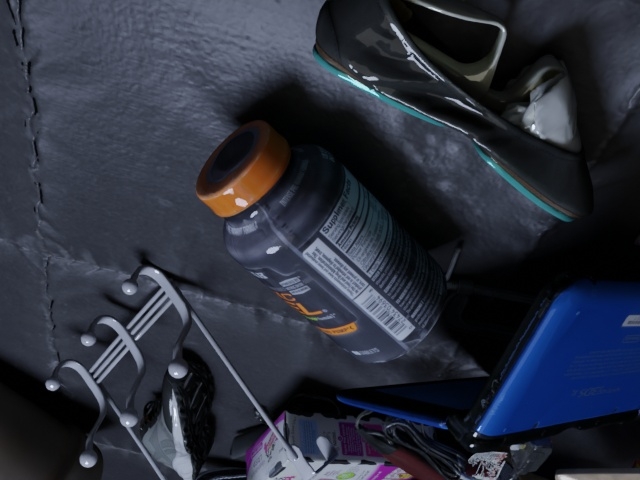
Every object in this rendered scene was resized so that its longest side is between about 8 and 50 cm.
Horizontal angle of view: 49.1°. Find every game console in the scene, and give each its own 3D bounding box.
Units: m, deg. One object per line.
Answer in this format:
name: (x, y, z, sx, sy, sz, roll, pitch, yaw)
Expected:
game console: (0.206, 0.105, 0.708, 0.293, 0.173, 0.250, 5, 118, -41)

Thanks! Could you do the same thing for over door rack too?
over door rack: (-0.173, 0.221, 0.844, 0.324, 0.108, 0.239, 46, 121, 1)

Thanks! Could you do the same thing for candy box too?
candy box: (0.029, 0.309, 0.992, 0.233, 0.071, 0.159, 10, 141, -24)

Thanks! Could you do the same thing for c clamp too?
c clamp: (0.199, 0.072, 0.767, 0.160, 0.022, 0.137, 14, 140, -5)

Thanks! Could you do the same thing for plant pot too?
plant pot: (-0.540, 0.328, 1.036, 0.323, 0.323, 0.280, -18, 115, 29)

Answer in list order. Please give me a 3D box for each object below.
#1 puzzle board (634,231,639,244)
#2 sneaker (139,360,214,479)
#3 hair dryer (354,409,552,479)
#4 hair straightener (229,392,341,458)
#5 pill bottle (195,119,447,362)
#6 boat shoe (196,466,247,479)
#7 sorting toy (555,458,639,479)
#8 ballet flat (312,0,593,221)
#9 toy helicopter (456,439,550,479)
puzzle board: (0.359, -0.028, 0.631, 0.096, 0.011, 0.128, 12, 139, -1)
sneaker: (-0.217, 0.263, 1.018, 0.107, 0.100, 0.272, 18, 137, 6)
hair dryer: (0.147, 0.285, 0.895, 0.223, 0.080, 0.294, 14, 132, 6)
hair straightener: (-0.060, 0.279, 1.036, 0.089, 0.047, 0.230, 37, 132, -27)
pill bottle: (0.000, 0.000, 0.651, 0.130, 0.131, 0.245, -25, 127, 34)
boat shoe: (-0.074, 0.432, 1.166, 0.301, 0.108, 0.102, 16, 139, -9)
sorting toy: (0.385, 0.333, 0.880, 0.274, 0.046, 0.132, -10, 108, 26)
ballet flat: (0.127, -0.110, 0.533, 0.280, 0.095, 0.096, 28, 124, -18)
toy helicopter: (0.264, 0.357, 1.023, 0.234, 0.140, 0.355, -8, 125, 33)
